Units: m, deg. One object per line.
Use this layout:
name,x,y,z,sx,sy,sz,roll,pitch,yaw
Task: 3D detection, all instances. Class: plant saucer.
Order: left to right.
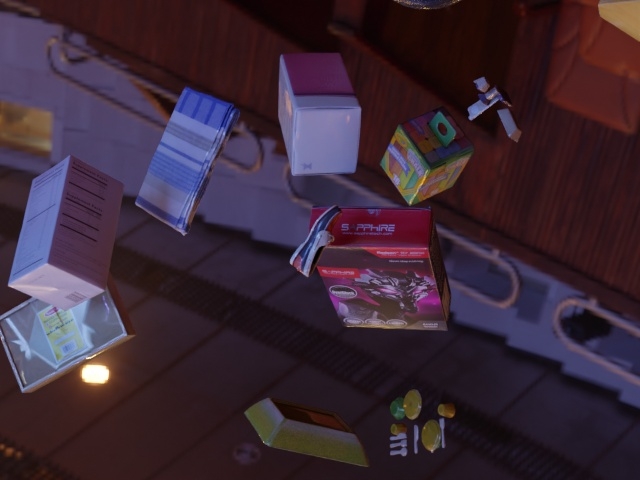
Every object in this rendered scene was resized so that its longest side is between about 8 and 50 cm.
plant saucer,-0.021,0.321,1.870,0.188,0.045,0.188,15,-176,-17

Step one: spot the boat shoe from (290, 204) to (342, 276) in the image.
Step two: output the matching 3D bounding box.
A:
boat shoe,0.000,0.000,1.919,0.043,0.137,0.049,39,-170,22

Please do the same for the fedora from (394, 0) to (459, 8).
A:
fedora,0.248,-0.675,2.393,0.334,0.334,0.152,17,-169,13

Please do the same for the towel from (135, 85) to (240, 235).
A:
towel,-0.279,-0.169,2.252,0.034,0.285,0.209,21,-176,-42

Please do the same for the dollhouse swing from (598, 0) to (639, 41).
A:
dollhouse swing,0.657,-0.379,1.627,0.305,0.315,0.347,41,173,-22

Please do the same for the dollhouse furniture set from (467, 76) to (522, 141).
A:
dollhouse furniture set,0.308,-0.225,2.003,0.091,0.081,0.114,22,-138,-48

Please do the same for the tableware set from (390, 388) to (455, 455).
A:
tableware set,0.160,0.287,1.729,0.024,0.104,0.154,10,160,-29

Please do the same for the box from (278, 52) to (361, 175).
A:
box,-0.006,-0.248,2.104,0.127,0.149,0.232,-3,-144,-9

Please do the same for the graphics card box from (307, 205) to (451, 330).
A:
graphics card box,0.124,0.061,2.134,0.232,0.371,0.094,1,-118,13

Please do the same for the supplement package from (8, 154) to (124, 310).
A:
supplement package,-0.483,-0.014,2.081,0.134,0.139,0.244,30,-129,-36

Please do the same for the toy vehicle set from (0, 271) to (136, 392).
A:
toy vehicle set,-0.513,0.174,2.169,0.166,0.267,0.035,66,-165,14

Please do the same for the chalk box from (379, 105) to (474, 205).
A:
chalk box,0.242,-0.200,2.416,0.132,0.213,0.132,-25,-111,-23
